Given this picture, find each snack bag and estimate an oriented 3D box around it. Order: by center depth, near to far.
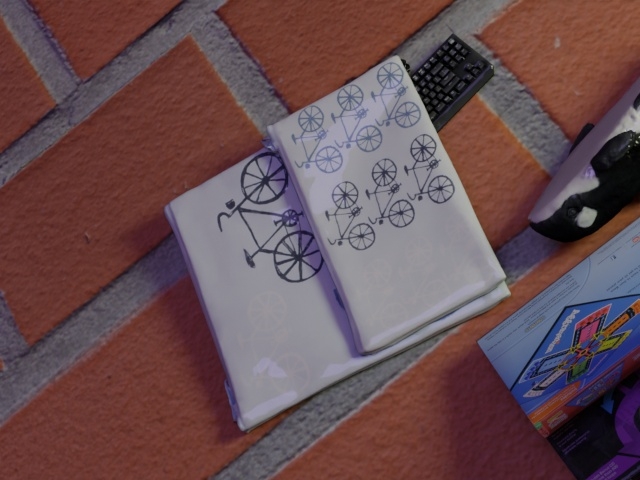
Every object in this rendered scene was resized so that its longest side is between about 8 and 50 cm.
[{"bbox_3d":[0.000,0.000,1.673,0.342,0.037,0.323,-28,62,12],"label":"snack bag"}]

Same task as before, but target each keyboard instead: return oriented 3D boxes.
[{"bbox_3d":[0.102,-0.160,1.725,0.180,0.023,0.108,-45,54,-1],"label":"keyboard"}]

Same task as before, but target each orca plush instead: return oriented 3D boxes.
[{"bbox_3d":[0.338,-0.100,1.558,0.287,0.102,0.151,-54,9,-18],"label":"orca plush"}]

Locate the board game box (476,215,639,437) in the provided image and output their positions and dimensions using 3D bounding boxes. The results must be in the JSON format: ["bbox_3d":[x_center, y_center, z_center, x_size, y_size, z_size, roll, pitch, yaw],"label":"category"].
[{"bbox_3d":[0.295,0.060,1.473,0.281,0.027,0.145,-38,34,5],"label":"board game box"}]

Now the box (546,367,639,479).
[{"bbox_3d":[0.270,0.165,1.473,0.116,0.029,0.162,-39,53,4],"label":"box"}]
